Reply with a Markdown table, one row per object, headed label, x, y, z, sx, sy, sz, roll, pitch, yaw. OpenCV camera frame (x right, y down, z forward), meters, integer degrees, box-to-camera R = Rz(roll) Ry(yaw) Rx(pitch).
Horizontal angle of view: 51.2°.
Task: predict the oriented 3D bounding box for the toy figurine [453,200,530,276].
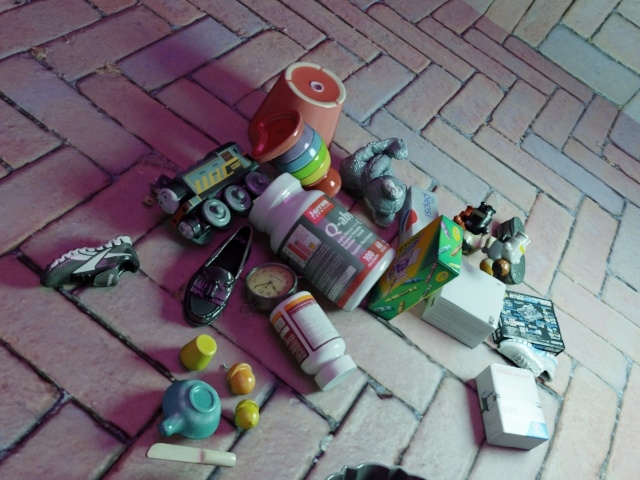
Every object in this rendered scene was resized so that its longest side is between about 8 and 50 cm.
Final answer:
| label | x | y | z | sx | sy | sz | roll | pitch | yaw |
| --- | --- | --- | --- | --- | --- | --- | --- | --- | --- |
| toy figurine | 0.462 | 0.007 | 1.892 | 0.209 | 0.213 | 0.148 | 39 | 86 | -4 |

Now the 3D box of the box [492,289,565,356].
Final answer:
| label | x | y | z | sx | sy | sz | roll | pitch | yaw |
| --- | --- | --- | --- | --- | --- | --- | --- | --- | --- |
| box | 0.600 | 0.238 | 1.969 | 0.220 | 0.051 | 0.175 | 13 | 48 | -17 |

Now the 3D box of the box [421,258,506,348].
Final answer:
| label | x | y | z | sx | sy | sz | roll | pitch | yaw |
| --- | --- | --- | --- | --- | --- | --- | --- | --- | --- |
| box | 0.403 | 0.171 | 1.876 | 0.181 | 0.119 | 0.181 | 30 | 45 | -1 |

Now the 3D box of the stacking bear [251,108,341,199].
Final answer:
| label | x | y | z | sx | sy | sz | roll | pitch | yaw |
| --- | --- | --- | --- | --- | --- | --- | --- | --- | --- |
| stacking bear | -0.045 | -0.222 | 1.905 | 0.289 | 0.164 | 0.175 | 47 | 31 | -40 |

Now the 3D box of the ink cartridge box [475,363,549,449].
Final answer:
| label | x | y | z | sx | sy | sz | roll | pitch | yaw |
| --- | --- | --- | --- | --- | --- | --- | --- | --- | --- |
| ink cartridge box | 0.493 | 0.430 | 1.731 | 0.139 | 0.082 | 0.191 | 14 | 47 | -17 |

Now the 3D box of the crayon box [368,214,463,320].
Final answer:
| label | x | y | z | sx | sy | sz | roll | pitch | yaw |
| --- | --- | --- | --- | --- | --- | --- | --- | --- | --- |
| crayon box | 0.249 | 0.075 | 1.761 | 0.081 | 0.278 | 0.165 | 33 | 44 | -17 |

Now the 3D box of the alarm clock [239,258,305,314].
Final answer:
| label | x | y | z | sx | sy | sz | roll | pitch | yaw |
| --- | --- | --- | --- | --- | --- | --- | --- | --- | --- |
| alarm clock | -0.134 | 0.127 | 1.658 | 0.129 | 0.064 | 0.192 | 24 | 43 | 24 |

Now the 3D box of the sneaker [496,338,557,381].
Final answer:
| label | x | y | z | sx | sy | sz | roll | pitch | yaw |
| --- | --- | --- | --- | --- | --- | --- | --- | --- | --- |
| sneaker | 0.579 | 0.339 | 1.864 | 0.190 | 0.071 | 0.083 | 23 | 52 | -8 |

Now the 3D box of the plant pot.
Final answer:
| label | x | y | z | sx | sy | sz | roll | pitch | yaw |
| --- | --- | --- | --- | --- | --- | --- | --- | --- | --- |
| plant pot | -0.057 | -0.383 | 2.017 | 0.274 | 0.243 | 0.275 | 15 | 48 | -17 |

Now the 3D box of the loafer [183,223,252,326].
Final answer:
| label | x | y | z | sx | sy | sz | roll | pitch | yaw |
| --- | --- | --- | --- | --- | --- | --- | --- | --- | --- |
| loafer | -0.246 | 0.073 | 1.638 | 0.109 | 0.095 | 0.303 | 28 | 46 | -3 |

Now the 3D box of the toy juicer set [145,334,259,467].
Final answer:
| label | x | y | z | sx | sy | sz | roll | pitch | yaw |
| --- | --- | --- | --- | --- | --- | --- | --- | --- | --- |
| toy juicer set | -0.237 | 0.370 | 1.410 | 0.209 | 0.089 | 0.329 | 34 | 36 | -16 |

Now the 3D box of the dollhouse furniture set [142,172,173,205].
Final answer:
| label | x | y | z | sx | sy | sz | roll | pitch | yaw |
| --- | --- | --- | --- | --- | --- | --- | --- | --- | --- |
| dollhouse furniture set | -0.407 | -0.120 | 1.779 | 0.114 | 0.091 | 0.081 | 32 | -2 | -31 |

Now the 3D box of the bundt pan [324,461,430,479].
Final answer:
| label | x | y | z | sx | sy | sz | roll | pitch | yaw |
| --- | --- | --- | --- | --- | --- | --- | --- | --- | --- |
| bundt pan | 0.134 | 0.598 | 1.320 | 0.330 | 0.124 | 0.331 | 12 | 22 | -5 |

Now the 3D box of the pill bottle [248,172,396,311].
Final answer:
| label | x | y | z | sx | sy | sz | roll | pitch | yaw |
| --- | --- | --- | --- | --- | --- | --- | --- | --- | --- |
| pill bottle | 0.000 | 0.000 | 1.747 | 0.363 | 0.210 | 0.210 | 39 | 46 | 7 |

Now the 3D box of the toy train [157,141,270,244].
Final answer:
| label | x | y | z | sx | sy | sz | roll | pitch | yaw |
| --- | --- | --- | --- | --- | --- | --- | --- | --- | --- |
| toy train | -0.275 | -0.128 | 1.745 | 0.190 | 0.142 | 0.334 | 48 | 44 | 1 |

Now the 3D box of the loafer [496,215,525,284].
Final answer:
| label | x | y | z | sx | sy | sz | roll | pitch | yaw |
| --- | --- | --- | --- | --- | --- | --- | --- | --- | --- |
| loafer | 0.601 | 0.041 | 2.132 | 0.096 | 0.084 | 0.268 | 47 | 42 | -30 |

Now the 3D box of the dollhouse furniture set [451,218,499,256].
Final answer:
| label | x | y | z | sx | sy | sz | roll | pitch | yaw |
| --- | --- | --- | --- | --- | --- | --- | --- | --- | --- |
| dollhouse furniture set | 0.443 | 0.051 | 2.042 | 0.181 | 0.101 | 0.161 | 27 | 70 | -5 |

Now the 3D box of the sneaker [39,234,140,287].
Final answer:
| label | x | y | z | sx | sy | sz | roll | pitch | yaw |
| --- | --- | --- | --- | --- | --- | --- | --- | --- | --- |
| sneaker | -0.512 | 0.066 | 1.520 | 0.234 | 0.078 | 0.106 | -24 | 64 | -41 |

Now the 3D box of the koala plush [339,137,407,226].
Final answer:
| label | x | y | z | sx | sy | sz | roll | pitch | yaw |
| --- | --- | --- | --- | --- | --- | --- | --- | --- | --- |
| koala plush | 0.179 | -0.165 | 2.008 | 0.203 | 0.196 | 0.221 | -10 | 58 | -19 |

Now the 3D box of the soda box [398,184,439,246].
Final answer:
| label | x | y | z | sx | sy | sz | roll | pitch | yaw |
| --- | --- | --- | --- | --- | --- | --- | --- | --- | --- |
| soda box | 0.296 | -0.030 | 2.008 | 0.098 | 0.091 | 0.286 | 18 | 47 | -13 |

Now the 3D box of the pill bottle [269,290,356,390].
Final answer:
| label | x | y | z | sx | sy | sz | roll | pitch | yaw |
| --- | --- | --- | --- | --- | --- | --- | --- | --- | --- |
| pill bottle | -0.017 | 0.241 | 1.599 | 0.121 | 0.121 | 0.221 | -20 | 65 | -38 |
